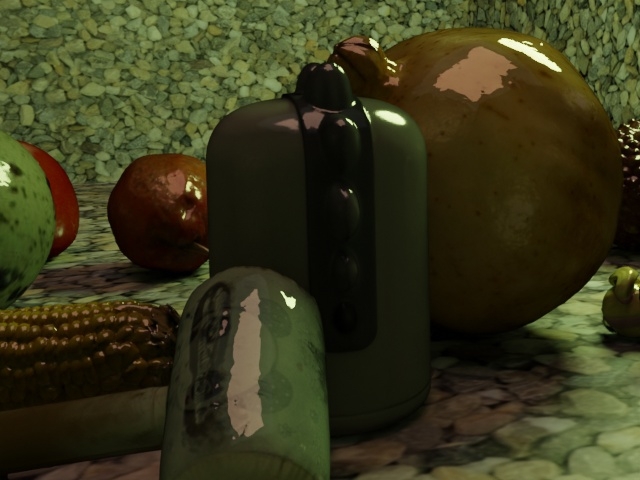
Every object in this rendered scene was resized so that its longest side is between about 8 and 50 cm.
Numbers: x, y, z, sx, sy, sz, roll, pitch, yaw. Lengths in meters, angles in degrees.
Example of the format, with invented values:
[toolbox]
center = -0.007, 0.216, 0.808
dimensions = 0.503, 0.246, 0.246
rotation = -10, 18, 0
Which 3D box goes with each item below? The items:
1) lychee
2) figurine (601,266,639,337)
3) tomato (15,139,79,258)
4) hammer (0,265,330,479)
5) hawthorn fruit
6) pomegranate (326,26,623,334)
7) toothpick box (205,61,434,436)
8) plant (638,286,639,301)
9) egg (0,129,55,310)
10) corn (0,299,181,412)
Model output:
[lychee]
center = 0.599, -0.086, 1.331
dimensions = 0.271, 0.272, 0.271
rotation = -1, 10, 0
[figurine]
center = 0.382, 0.072, 0.937
dimensions = 0.083, 0.083, 0.187
rotation = 4, 2, 29
[tomato]
center = -0.603, -0.073, 1.422
dimensions = 0.298, 0.227, 0.298
rotation = -3, 14, 1
[hammer]
center = -0.143, 0.132, 0.540
dimensions = 0.305, 0.113, 0.202
rotation = -14, 36, 9
[hawthorn fruit]
center = -0.241, -0.035, 1.277
dimensions = 0.210, 0.211, 0.262
rotation = -7, 23, -26
[pomegranate]
center = 0.151, -0.087, 0.902
dimensions = 0.409, 0.411, 0.410
rotation = -1, 10, 0
[toothpick box]
center = 0.000, 0.000, 0.694
dimensions = 0.228, 0.317, 0.229
rotation = -1, 12, 0
[plant]
center = 0.442, 0.057, 0.781
dimensions = 0.203, 0.142, 0.131
rotation = -18, 28, 35
[egg]
center = -0.499, -0.012, 0.922
dimensions = 0.287, 0.288, 0.379
rotation = 3, 25, 23
[corn]
center = -0.260, 0.110, 0.686
dimensions = 0.317, 0.115, 0.115
rotation = -3, 10, 2
